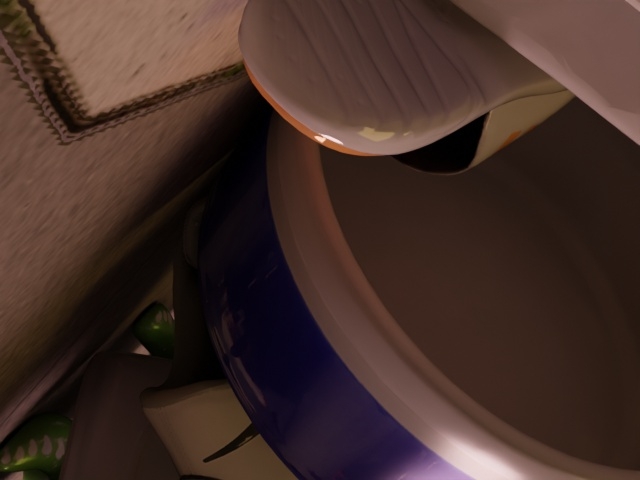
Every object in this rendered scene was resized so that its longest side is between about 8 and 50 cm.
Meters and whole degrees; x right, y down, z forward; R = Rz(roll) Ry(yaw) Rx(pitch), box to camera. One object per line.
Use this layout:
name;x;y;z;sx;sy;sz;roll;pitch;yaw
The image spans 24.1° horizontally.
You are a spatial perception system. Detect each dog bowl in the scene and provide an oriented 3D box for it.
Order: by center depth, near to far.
dog bowl;0.080;0.016;0.699;0.104;0.265;0.265;-46;179;43

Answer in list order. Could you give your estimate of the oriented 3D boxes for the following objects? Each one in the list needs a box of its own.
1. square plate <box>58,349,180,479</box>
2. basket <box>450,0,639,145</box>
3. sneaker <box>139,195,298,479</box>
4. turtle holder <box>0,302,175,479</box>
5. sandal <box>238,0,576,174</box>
square plate;0.015;0.209;0.774;0.049;0.347;0.344;100;-1;-50
basket;0.109;-0.106;0.482;0.103;0.167;0.113;-52;178;-6
sneaker;0.000;0.000;0.800;0.122;0.146;0.330;-13;-140;31
turtle holder;-0.094;0.197;0.997;0.243;0.227;0.320;-49;177;17
sandal;0.030;-0.069;0.579;0.076;0.102;0.265;-47;169;31
